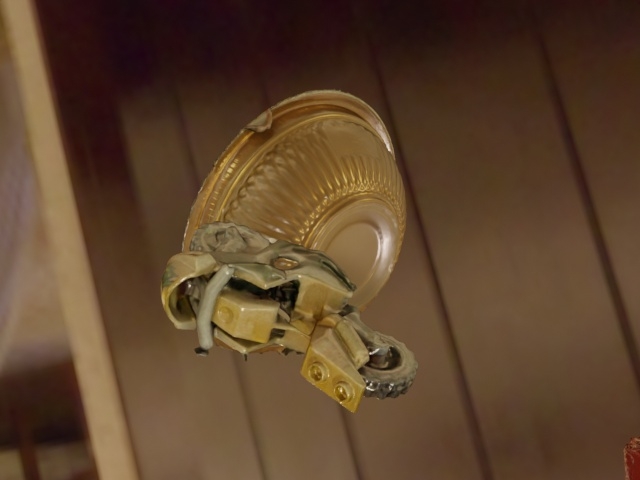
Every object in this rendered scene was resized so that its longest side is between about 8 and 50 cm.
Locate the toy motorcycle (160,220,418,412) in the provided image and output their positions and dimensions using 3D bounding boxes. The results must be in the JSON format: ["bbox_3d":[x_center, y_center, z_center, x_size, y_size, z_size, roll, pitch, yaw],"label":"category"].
[{"bbox_3d":[-0.036,0.063,1.474,0.130,0.229,0.094,-17,136,-48],"label":"toy motorcycle"}]

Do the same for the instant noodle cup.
[{"bbox_3d":[0.000,0.000,1.748,0.274,0.274,0.091,1,-159,-46],"label":"instant noodle cup"}]

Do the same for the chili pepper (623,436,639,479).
[{"bbox_3d":[0.443,0.414,2.346,0.135,0.338,0.131,-2,-178,-7],"label":"chili pepper"}]
